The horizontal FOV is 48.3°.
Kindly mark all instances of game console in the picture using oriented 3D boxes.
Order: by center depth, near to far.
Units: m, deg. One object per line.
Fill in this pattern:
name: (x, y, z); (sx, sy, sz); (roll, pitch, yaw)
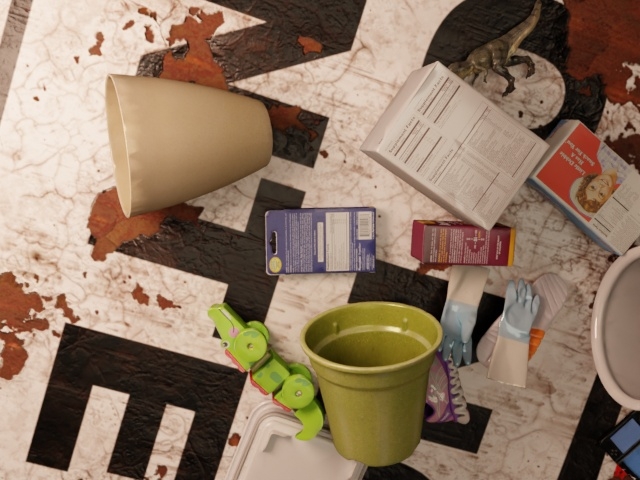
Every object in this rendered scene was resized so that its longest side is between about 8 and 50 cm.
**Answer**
game console: (0.708, 0.457, 1.589); (0.122, 0.071, 0.107); (-42, 101, 1)

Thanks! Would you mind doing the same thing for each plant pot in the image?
plant pot: (-0.237, -0.186, 1.318); (0.274, 0.256, 0.256); (-9, 100, -21)
plant pot: (0.106, 0.293, 1.422); (0.276, 0.276, 0.253); (-6, 111, -5)

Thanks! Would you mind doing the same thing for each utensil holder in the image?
utensil holder: (0.805, 0.197, 1.436); (0.386, 0.327, 0.327); (9, 98, -10)

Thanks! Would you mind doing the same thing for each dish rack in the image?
dish rack: (-0.058, 0.530, 1.519); (0.286, 0.072, 0.332); (21, 97, -10)

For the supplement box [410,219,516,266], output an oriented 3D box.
supplement box: (0.288, 0.004, 1.457); (0.188, 0.104, 0.080); (2, 98, -7)

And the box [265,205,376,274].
box: (0.000, 0.000, 1.459); (0.225, 0.036, 0.136); (-1, 98, -7)

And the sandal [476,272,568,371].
sandal: (0.430, 0.183, 1.516); (0.102, 0.076, 0.265); (43, 71, 11)

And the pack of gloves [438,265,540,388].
pack of gloves: (0.347, 0.161, 1.451); (0.195, 0.046, 0.232); (15, 68, 2)

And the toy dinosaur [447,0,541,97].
toy dinosaur: (0.371, -0.363, 1.435); (0.268, 0.064, 0.118); (-37, 94, -3)

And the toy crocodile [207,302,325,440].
toy crocodile: (-0.109, 0.259, 1.444); (0.105, 0.115, 0.340); (-43, 99, 1)

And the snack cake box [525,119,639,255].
snack cake box: (0.561, -0.109, 1.478); (0.264, 0.089, 0.152); (39, 95, -10)

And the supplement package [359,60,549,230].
supplement package: (0.248, -0.180, 1.376); (0.263, 0.199, 0.198); (34, 93, -10)

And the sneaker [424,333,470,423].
sneaker: (0.239, 0.288, 1.506); (0.105, 0.095, 0.236); (-15, 101, 4)
